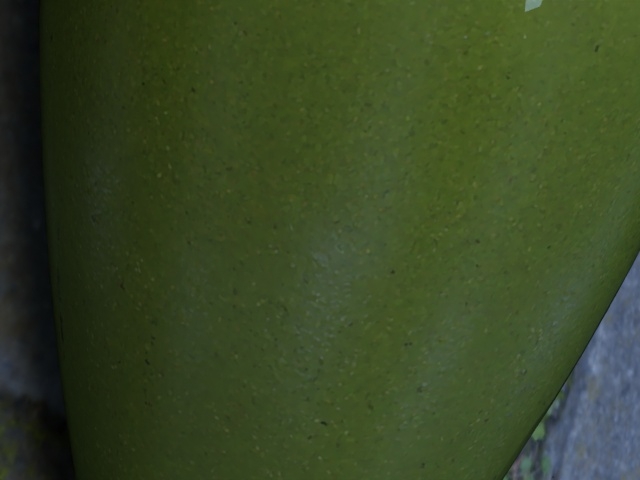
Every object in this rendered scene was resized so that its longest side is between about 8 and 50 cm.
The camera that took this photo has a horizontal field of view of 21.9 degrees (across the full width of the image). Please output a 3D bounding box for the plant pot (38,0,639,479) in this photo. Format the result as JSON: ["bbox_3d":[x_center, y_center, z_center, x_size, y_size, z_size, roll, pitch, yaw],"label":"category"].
[{"bbox_3d":[0.000,0.000,0.660,0.275,0.275,0.293,-1,111,-46],"label":"plant pot"}]
